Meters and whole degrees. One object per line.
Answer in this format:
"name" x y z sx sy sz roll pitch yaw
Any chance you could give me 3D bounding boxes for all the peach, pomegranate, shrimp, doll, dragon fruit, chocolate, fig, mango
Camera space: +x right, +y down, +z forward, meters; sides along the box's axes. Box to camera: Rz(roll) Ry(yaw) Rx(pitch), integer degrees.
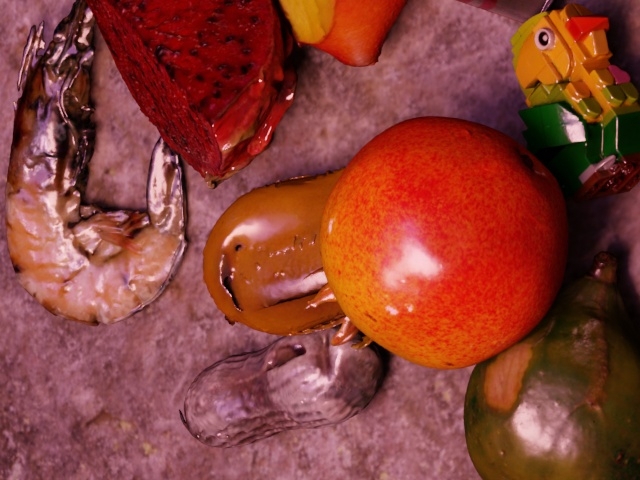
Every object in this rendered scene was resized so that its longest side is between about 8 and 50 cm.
"peach" 0.023 -0.299 1.574 0.267 0.158 0.154 64 159 -7
"pomegranate" 0.097 0.013 1.477 0.256 0.221 0.221 -37 78 33
"shrimp" -0.239 -0.083 1.846 0.233 0.071 0.365 12 100 19
"doll" 0.229 -0.119 1.521 0.134 0.106 0.186 -9 93 52
"dragon fruit" -0.108 -0.181 1.708 0.317 0.152 0.205 50 163 32
"chocolate" -0.039 0.151 1.729 0.248 0.110 0.110 -17 88 36
"fig" 0.237 0.135 1.527 0.195 0.195 0.245 13 70 30
"mango" 0.000 0.000 1.652 0.248 0.151 0.156 -28 105 20

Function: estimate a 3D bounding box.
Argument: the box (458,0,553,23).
"box" 0.121 -0.277 1.497 0.120 0.224 0.069 -60 35 22
